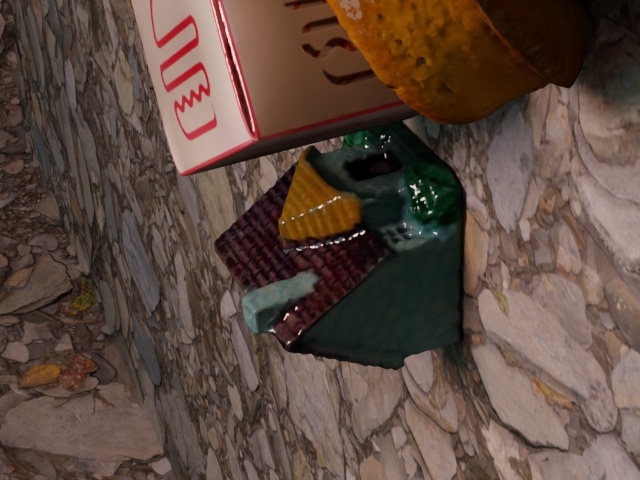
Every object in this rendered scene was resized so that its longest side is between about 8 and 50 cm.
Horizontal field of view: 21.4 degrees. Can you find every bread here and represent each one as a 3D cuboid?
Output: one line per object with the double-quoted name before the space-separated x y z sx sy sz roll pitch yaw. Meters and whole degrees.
"bread" 0.106 -0.242 1.465 0.312 0.172 0.312 47 -158 -25

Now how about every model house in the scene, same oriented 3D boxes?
"model house" 0.000 0.000 1.975 0.280 0.248 0.230 -132 34 -54

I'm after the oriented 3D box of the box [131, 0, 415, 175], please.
"box" -0.015 -0.256 1.751 0.312 0.314 0.300 167 87 -71
